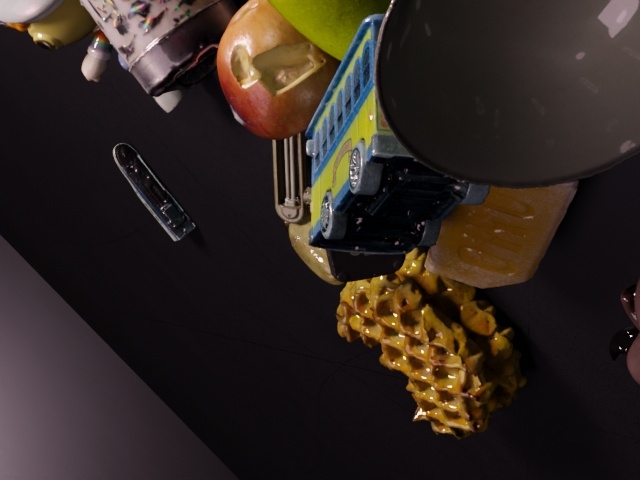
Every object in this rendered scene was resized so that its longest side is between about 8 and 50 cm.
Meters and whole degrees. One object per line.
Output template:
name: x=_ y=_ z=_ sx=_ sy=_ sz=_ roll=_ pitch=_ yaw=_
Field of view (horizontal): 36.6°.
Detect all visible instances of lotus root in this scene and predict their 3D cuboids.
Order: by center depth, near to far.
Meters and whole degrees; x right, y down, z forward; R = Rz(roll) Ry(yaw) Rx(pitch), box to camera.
lotus root: x=0.001 y=0.000 z=1.608 sx=0.183 sy=0.090 sz=0.077 roll=44 pitch=-177 yaw=38

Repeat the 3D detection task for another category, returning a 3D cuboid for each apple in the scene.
apple: x=-0.049 y=-0.237 z=1.267 sx=0.199 sy=0.199 sz=0.199 roll=34 pitch=151 yaw=23

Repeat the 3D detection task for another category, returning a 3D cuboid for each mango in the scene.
mango: x=0.017 y=-0.310 z=1.120 sx=0.175 sy=0.143 sz=0.293 roll=-17 pitch=124 yaw=47

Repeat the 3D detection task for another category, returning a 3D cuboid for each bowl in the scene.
bowl: x=0.201 y=-0.219 z=0.889 sx=0.337 sy=0.337 sz=0.158 roll=80 pitch=179 yaw=-47

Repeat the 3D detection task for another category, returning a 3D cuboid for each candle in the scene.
candle: x=-0.253 y=-0.374 z=1.369 sx=0.330 sy=0.187 sz=0.187 roll=55 pitch=152 yaw=-10

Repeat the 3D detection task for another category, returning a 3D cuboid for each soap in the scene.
soap: x=0.222 y=-0.034 z=1.202 sx=0.140 sy=0.073 sz=0.232 roll=19 pitch=142 yaw=6

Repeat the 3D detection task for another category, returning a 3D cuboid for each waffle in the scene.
waffle: x=0.172 y=0.165 z=1.533 sx=0.324 sy=0.151 sz=0.261 roll=46 pitch=156 yaw=-1

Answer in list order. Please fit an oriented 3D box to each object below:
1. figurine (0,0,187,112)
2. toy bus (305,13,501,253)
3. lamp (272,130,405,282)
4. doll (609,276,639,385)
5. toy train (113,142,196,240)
figurine: x=-0.341 y=-0.377 z=1.526 sx=0.381 sy=0.225 sz=0.205 roll=26 pitch=162 yaw=-22
toy bus: x=0.084 y=-0.106 z=1.119 sx=0.152 sy=0.190 sz=0.312 roll=3 pitch=160 yaw=-13
lamp: x=0.019 y=-0.079 z=1.456 sx=0.283 sy=0.124 sz=0.203 roll=-133 pitch=25 yaw=-57
doll: x=0.422 y=0.097 z=1.106 sx=0.182 sy=0.117 sz=0.257 roll=27 pitch=147 yaw=37
toy train: x=-0.356 y=-0.104 z=2.026 sx=0.234 sy=0.052 sz=0.051 roll=52 pitch=157 yaw=-11
